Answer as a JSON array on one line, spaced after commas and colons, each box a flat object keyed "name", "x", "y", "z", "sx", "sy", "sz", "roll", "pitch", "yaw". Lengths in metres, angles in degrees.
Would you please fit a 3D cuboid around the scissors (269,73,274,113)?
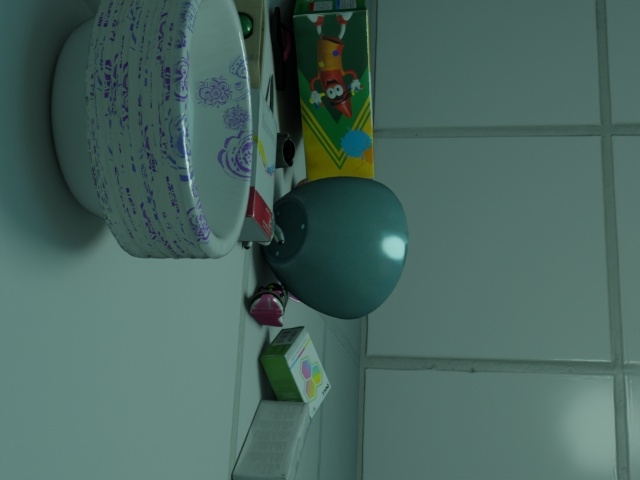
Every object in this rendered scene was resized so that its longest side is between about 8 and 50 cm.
[{"name": "scissors", "x": -0.093, "y": -0.214, "z": 1.663, "sx": 0.109, "sy": 0.021, "sz": 0.297, "roll": 114, "pitch": -19, "yaw": -69}]

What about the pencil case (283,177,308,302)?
[{"name": "pencil case", "x": -0.017, "y": -0.004, "z": 1.958, "sx": 0.124, "sy": 0.124, "sz": 0.284, "roll": 75, "pitch": 18, "yaw": -59}]

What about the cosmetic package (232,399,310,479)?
[{"name": "cosmetic package", "x": -0.085, "y": 0.381, "z": 1.568, "sx": 0.239, "sy": 0.099, "sz": 0.060, "roll": -67, "pitch": 155, "yaw": -67}]

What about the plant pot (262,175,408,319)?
[{"name": "plant pot", "x": 0.000, "y": 0.000, "z": 1.685, "sx": 0.195, "sy": 0.290, "sz": 0.290, "roll": 14, "pitch": 73, "yaw": -43}]

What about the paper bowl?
[{"name": "paper bowl", "x": -0.165, "y": -0.123, "z": 0.866, "sx": 0.284, "sy": 0.148, "sz": 0.284, "roll": 0, "pitch": 90, "yaw": -81}]

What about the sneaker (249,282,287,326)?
[{"name": "sneaker", "x": -0.095, "y": 0.111, "z": 1.616, "sx": 0.170, "sy": 0.063, "sz": 0.075, "roll": 79, "pitch": 14, "yaw": -72}]

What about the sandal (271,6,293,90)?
[{"name": "sandal", "x": -0.075, "y": -0.400, "z": 1.794, "sx": 0.067, "sy": 0.040, "sz": 0.179, "roll": -75, "pitch": 163, "yaw": -58}]

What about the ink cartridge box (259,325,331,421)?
[{"name": "ink cartridge box", "x": -0.039, "y": 0.289, "z": 1.723, "sx": 0.109, "sy": 0.062, "sz": 0.209, "roll": -51, "pitch": 125, "yaw": -55}]

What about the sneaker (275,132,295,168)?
[{"name": "sneaker", "x": -0.092, "y": -0.152, "z": 1.435, "sx": 0.222, "sy": 0.118, "sz": 0.083, "roll": -63, "pitch": 152, "yaw": -71}]

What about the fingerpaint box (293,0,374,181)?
[{"name": "fingerpaint box", "x": 0.032, "y": -0.391, "z": 1.985, "sx": 0.445, "sy": 0.163, "sz": 0.371, "roll": -88, "pitch": 174, "yaw": -62}]

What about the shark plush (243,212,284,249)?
[{"name": "shark plush", "x": -0.099, "y": -0.055, "z": 1.541, "sx": 0.067, "sy": 0.073, "sz": 0.161, "roll": 90, "pitch": 2, "yaw": -54}]

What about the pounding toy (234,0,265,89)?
[{"name": "pounding toy", "x": -0.136, "y": -0.315, "z": 1.287, "sx": 0.141, "sy": 0.100, "sz": 0.130, "roll": 100, "pitch": -8, "yaw": -78}]

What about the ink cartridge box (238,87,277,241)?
[{"name": "ink cartridge box", "x": -0.132, "y": -0.098, "z": 1.144, "sx": 0.127, "sy": 0.128, "sz": 0.176, "roll": 60, "pitch": 32, "yaw": -73}]
